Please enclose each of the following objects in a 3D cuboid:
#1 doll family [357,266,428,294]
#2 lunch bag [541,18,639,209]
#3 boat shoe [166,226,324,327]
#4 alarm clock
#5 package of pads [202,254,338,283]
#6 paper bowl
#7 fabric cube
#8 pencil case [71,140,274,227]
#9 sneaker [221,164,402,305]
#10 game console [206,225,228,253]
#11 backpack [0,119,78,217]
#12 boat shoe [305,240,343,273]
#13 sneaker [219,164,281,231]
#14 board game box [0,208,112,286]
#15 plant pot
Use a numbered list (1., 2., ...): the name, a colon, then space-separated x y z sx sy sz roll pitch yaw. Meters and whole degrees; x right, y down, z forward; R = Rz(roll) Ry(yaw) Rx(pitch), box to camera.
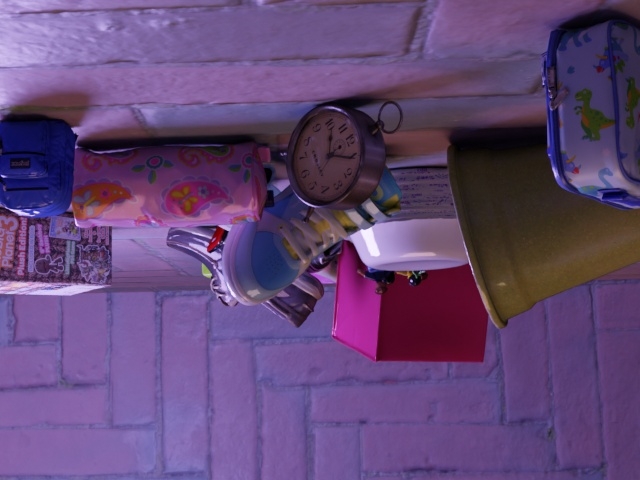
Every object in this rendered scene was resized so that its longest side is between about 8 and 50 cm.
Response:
1. doll family: 0.148 0.049 2.218 0.193 0.111 0.076 -8 171 -23
2. lunch bag: 0.307 -0.121 1.151 0.090 0.176 0.219 -7 171 37
3. boat shoe: -0.171 0.075 2.345 0.355 0.130 0.132 23 171 9
4. alarm clock: 0.035 -0.111 1.392 0.064 0.129 0.192 4 150 -45
5. package of pads: -0.100 0.045 2.613 0.296 0.101 0.229 -3 171 14
6. paper bowl: 0.168 -0.030 1.933 0.284 0.148 0.284 -2 171 0
7. fabric cube: 0.194 0.117 2.436 0.258 0.254 0.259 1 -172 -21
8. pencil case: -0.213 -0.080 1.597 0.284 0.124 0.124 -3 172 4
9. sneaker: 0.001 -0.032 1.652 0.208 0.127 0.319 -19 -158 40
10. game console: -0.150 -0.022 2.177 0.085 0.124 0.144 27 166 -9
11. backpack: -0.372 -0.092 1.444 0.098 0.120 0.101 -2 173 8
12. boat shoe: 0.000 0.000 2.311 0.102 0.108 0.301 -2 165 14
13. sneaker: -0.105 -0.070 1.768 0.151 0.094 0.256 -11 170 36
14. board game box: -0.588 0.027 2.216 0.291 0.141 0.232 3 171 -33
15. plant pot: 0.341 -0.038 1.603 0.254 0.276 0.276 -16 169 15
